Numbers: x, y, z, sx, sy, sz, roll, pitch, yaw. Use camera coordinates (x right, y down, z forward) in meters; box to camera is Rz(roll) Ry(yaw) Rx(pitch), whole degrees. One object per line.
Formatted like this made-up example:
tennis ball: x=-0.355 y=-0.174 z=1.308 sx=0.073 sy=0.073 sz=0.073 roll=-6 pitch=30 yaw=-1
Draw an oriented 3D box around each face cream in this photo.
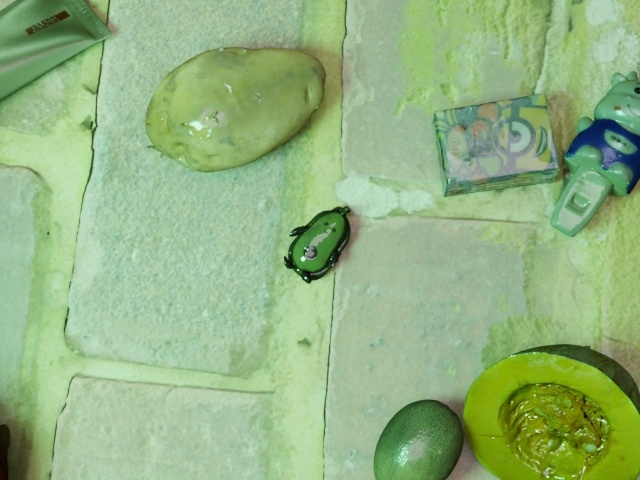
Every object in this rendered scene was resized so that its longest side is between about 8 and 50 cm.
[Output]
face cream: x=-0.457 y=-0.228 z=1.450 sx=0.341 sy=0.084 sz=0.137 roll=-37 pitch=70 yaw=-11

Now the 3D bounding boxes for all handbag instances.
handbag: x=0.000 y=0.000 z=1.392 sx=0.072 sy=0.047 sz=0.111 roll=37 pitch=85 yaw=8

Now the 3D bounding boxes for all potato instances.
potato: x=-0.108 y=-0.170 z=1.390 sx=0.235 sy=0.128 sz=0.161 roll=-1 pitch=83 yaw=-3

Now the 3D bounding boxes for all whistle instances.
whistle: x=0.369 y=-0.114 z=1.372 sx=0.110 sy=0.092 sz=0.244 roll=34 pitch=81 yaw=4

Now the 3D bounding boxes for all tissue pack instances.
tissue pack: x=0.225 y=-0.121 z=1.397 sx=0.148 sy=0.060 sz=0.108 roll=-9 pitch=78 yaw=3

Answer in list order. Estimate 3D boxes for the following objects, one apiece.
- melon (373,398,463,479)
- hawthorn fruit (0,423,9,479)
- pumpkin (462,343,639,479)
melon: x=0.118 y=0.254 z=1.312 sx=0.098 sy=0.098 sz=0.130 roll=35 pitch=86 yaw=9
hawthorn fruit: x=-0.519 y=0.292 z=1.246 sx=0.311 sy=0.295 sz=0.295 roll=26 pitch=79 yaw=-32
pumpkin: x=0.292 y=0.203 z=1.295 sx=0.217 sy=0.217 sz=0.110 roll=37 pitch=42 yaw=9
